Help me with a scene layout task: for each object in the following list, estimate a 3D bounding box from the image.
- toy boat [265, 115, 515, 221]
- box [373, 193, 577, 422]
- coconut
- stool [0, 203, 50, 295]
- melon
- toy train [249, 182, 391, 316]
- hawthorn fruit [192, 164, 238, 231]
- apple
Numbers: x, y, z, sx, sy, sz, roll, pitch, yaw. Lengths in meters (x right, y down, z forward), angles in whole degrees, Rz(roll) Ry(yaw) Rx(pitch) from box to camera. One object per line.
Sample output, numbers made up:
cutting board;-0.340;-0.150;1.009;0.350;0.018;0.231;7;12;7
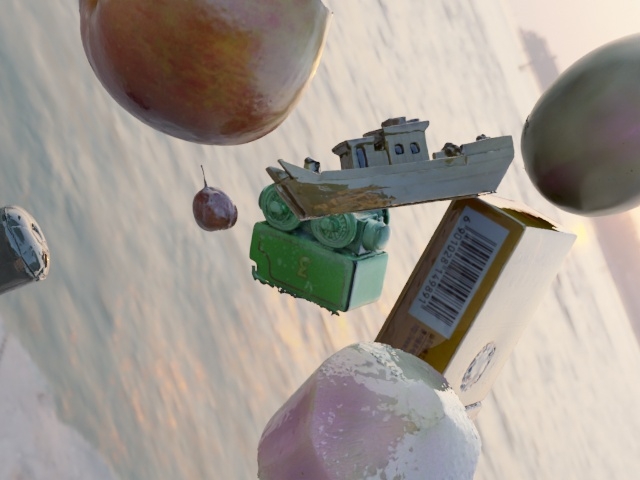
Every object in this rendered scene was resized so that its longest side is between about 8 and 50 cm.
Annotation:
toy boat;0.059;-0.061;0.908;0.064;0.206;0.072;168;-86;-67
box;0.180;0.139;1.592;0.116;0.415;0.264;32;12;24
coconut;0.064;0.243;1.334;0.233;0.245;0.233;16;55;-25
stool;-0.369;0.018;1.300;0.096;0.110;0.096;156;-90;-90
melon;0.421;-0.160;1.607;0.223;0.317;0.223;25;47;-30
toy train;0.000;0.000;1.838;0.132;0.243;0.188;-13;120;-54
hawthorn fruit;-0.163;-0.062;1.715;0.067;0.066;0.103;-71;146;-71
apple;-0.141;-0.190;1.192;0.251;0.293;0.163;22;76;-21
